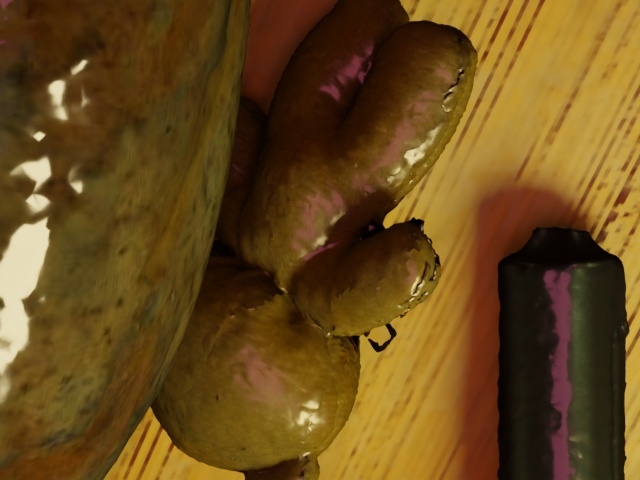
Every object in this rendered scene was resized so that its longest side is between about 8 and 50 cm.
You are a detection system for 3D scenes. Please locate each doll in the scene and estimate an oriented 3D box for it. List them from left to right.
[{"bbox_3d":[0.000,0.000,0.764,0.137,0.097,0.209,39,104,31],"label":"doll"}]

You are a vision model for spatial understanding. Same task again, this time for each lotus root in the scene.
[{"bbox_3d":[-0.152,-0.032,0.677,0.250,0.250,0.346,16,108,-1],"label":"lotus root"}]

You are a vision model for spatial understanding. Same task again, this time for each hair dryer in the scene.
[{"bbox_3d":[0.057,0.143,0.809,0.244,0.116,0.302,0,98,4],"label":"hair dryer"}]
